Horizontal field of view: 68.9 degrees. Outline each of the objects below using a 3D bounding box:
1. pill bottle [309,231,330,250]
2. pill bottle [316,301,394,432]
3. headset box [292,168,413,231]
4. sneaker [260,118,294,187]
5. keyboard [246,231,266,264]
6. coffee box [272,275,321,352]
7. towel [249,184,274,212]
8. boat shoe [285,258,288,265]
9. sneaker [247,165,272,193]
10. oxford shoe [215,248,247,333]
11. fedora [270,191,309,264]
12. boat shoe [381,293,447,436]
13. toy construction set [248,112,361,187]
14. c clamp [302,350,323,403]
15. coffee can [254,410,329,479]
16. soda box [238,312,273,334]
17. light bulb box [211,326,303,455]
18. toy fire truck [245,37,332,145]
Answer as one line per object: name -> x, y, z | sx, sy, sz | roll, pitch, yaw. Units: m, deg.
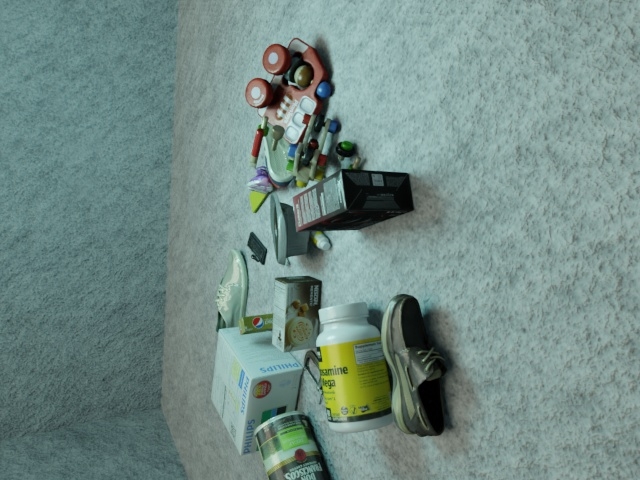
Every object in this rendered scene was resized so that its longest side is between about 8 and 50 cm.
pill bottle -> 0.000, 0.000, 1.583 | 0.083, 0.044, 0.043 | 48, 131, 47
pill bottle -> 0.090, 0.350, 1.318 | 0.188, 0.188, 0.333 | -29, 67, 56
headset box -> 0.074, -0.099, 1.288 | 0.293, 0.218, 0.110 | -19, 75, 57
sneaker -> -0.161, -0.359, 1.761 | 0.148, 0.131, 0.349 | 110, 159, -70
keyboard -> -0.289, 0.046, 2.085 | 0.180, 0.023, 0.108 | 45, 129, 49
coffee box -> -0.084, 0.255, 1.647 | 0.098, 0.141, 0.246 | 16, 104, 58
towel -> -0.255, -0.216, 2.018 | 0.237, 0.021, 0.102 | -45, 51, 51
boat shoe -> -0.150, 0.063, 1.847 | 0.100, 0.035, 0.035 | -124, 40, -51
sneaker -> -0.233, -0.246, 1.839 | 0.236, 0.095, 0.104 | -167, 93, -77
oxford shoe -> -0.436, 0.263, 2.243 | 0.169, 0.130, 0.448 | 23, 110, 58
fedora -> -0.102, -0.043, 1.645 | 0.275, 0.125, 0.243 | -110, 20, -56
boat shoe -> 0.246, 0.304, 1.140 | 0.130, 0.132, 0.355 | -4, 97, 49
toy construction set -> -0.076, -0.249, 1.474 | 0.237, 0.309, 0.257 | 114, 149, -43
c clamp -> -0.026, 0.482, 1.676 | 0.160, 0.022, 0.137 | 52, 134, 43
coffee can -> -0.100, 0.777, 1.644 | 0.275, 0.202, 0.201 | 63, 141, 35
soda box -> -0.228, 0.328, 1.846 | 0.058, 0.182, 0.061 | -41, 57, 52
light bulb box -> -0.270, 0.586, 1.890 | 0.361, 0.226, 0.357 | 34, 120, 52
toy fire truck -> -0.087, -0.508, 1.589 | 0.254, 0.169, 0.302 | 40, 111, 19
